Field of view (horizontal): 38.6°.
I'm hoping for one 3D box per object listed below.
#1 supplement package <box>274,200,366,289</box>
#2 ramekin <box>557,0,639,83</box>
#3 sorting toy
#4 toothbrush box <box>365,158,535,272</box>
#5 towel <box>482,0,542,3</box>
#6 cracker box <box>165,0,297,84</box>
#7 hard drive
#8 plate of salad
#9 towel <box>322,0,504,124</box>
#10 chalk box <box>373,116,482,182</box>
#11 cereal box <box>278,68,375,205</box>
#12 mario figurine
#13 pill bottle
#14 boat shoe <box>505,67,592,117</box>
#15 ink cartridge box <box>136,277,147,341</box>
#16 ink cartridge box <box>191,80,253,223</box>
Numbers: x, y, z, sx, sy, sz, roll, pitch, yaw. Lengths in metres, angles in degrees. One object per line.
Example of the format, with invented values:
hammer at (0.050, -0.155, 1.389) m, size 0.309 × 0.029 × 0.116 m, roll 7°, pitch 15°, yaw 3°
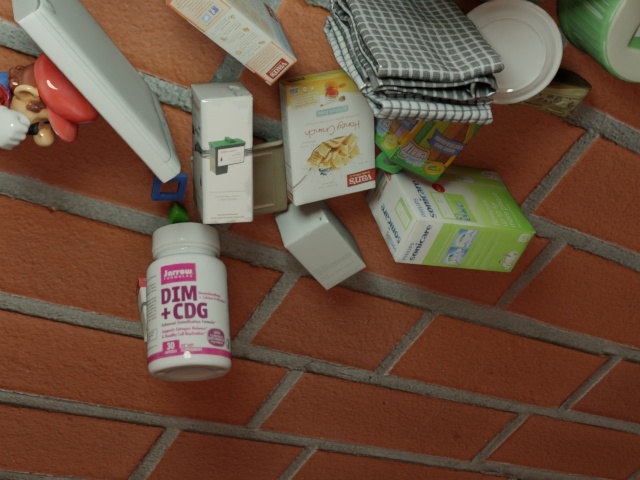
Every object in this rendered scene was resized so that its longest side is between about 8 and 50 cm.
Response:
supplement package at (0.000, 0.000, 1.903) m, size 0.105 × 0.105 × 0.179 m, roll -30°, pitch 136°, yaw 10°
ramekin at (0.608, -0.437, 1.681) m, size 0.303 × 0.148 × 0.303 m, roll -11°, pitch 135°, yaw -11°
sorting toy at (-0.156, -0.118, 1.776) m, size 0.347 × 0.047 × 0.196 m, roll -11°, pitch 139°, yaw -11°
toothbrush box at (0.263, -0.053, 1.880) m, size 0.283 × 0.206 × 0.122 m, roll 5°, pitch 130°, yaw -24°
towel at (0.263, -0.447, 1.511) m, size 0.324 × 0.248 × 0.038 m, roll 8°, pitch 85°, yaw -27°
cracker box at (-0.152, -0.368, 1.454) m, size 0.067 × 0.156 × 0.232 m, roll -41°, pitch 132°, yaw 19°
hard drive at (-0.346, -0.273, 1.415) m, size 0.047 × 0.233 × 0.353 m, roll -31°, pitch 135°, yaw 6°
plate of salad at (0.332, -0.341, 1.643) m, size 0.199 × 0.048 × 0.200 m, roll 5°, pitch 124°, yaw 7°
towel at (0.153, -0.318, 1.528) m, size 0.235 × 0.284 × 0.121 m, roll 0°, pitch 131°, yaw -22°
chalk box at (0.185, -0.209, 1.745) m, size 0.132 × 0.132 × 0.213 m, roll 19°, pitch 119°, yaw -35°
cereal box at (0.016, -0.195, 1.711) m, size 0.173 × 0.047 × 0.240 m, roll -14°, pitch 120°, yaw -17°
mario figurine at (-0.501, -0.195, 1.424) m, size 0.320 × 0.198 × 0.170 m, roll 2°, pitch 148°, yaw 7°
pill bottle at (-0.257, 0.120, 1.774) m, size 0.160 × 0.283 × 0.160 m, roll -5°, pitch 160°, yaw -2°
boat shoe at (0.399, -0.288, 1.778) m, size 0.285 × 0.105 × 0.089 m, roll 3°, pitch 128°, yaw -25°
ink cartridge box at (-0.324, 0.142, 1.895) m, size 0.099 × 0.135 × 0.056 m, roll 1°, pitch 132°, yaw -21°
ink cartridge box at (-0.173, -0.158, 1.599) m, size 0.092 × 0.160 × 0.219 m, roll -4°, pitch 110°, yaw -14°
